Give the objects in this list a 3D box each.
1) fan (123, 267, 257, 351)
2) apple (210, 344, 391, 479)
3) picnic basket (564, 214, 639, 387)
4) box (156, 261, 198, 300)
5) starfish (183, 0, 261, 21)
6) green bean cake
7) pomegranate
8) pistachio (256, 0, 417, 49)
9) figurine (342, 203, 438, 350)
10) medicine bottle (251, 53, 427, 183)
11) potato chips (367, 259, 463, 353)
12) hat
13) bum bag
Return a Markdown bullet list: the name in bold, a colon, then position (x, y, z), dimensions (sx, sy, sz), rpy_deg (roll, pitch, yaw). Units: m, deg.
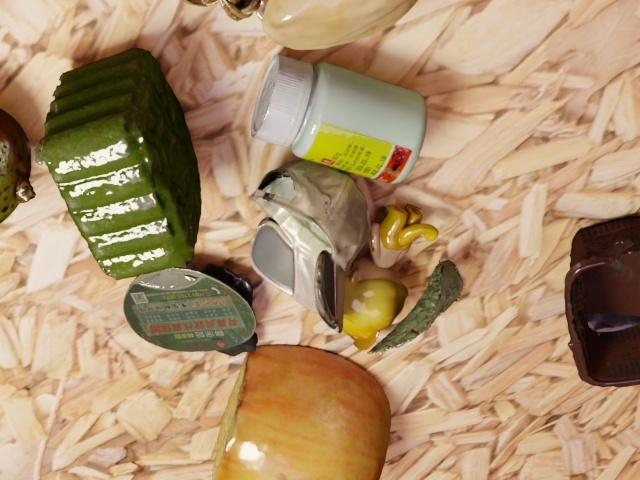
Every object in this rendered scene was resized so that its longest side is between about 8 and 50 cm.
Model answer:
- **fan**: position (-0.250, 0.095, 1.653), dimensions (0.294, 0.012, 0.223), rpy_deg (41, 128, -23)
- **apple**: position (-0.025, 0.357, 1.804), dimensions (0.308, 0.314, 0.252), rpy_deg (15, 168, -7)
- **picnic basket**: position (0.502, 0.094, 1.663), dimensions (0.222, 0.129, 0.297), rpy_deg (-13, 126, 9)
- **box**: position (-0.238, 0.042, 1.638), dimensions (0.050, 0.036, 0.117), rpy_deg (-22, 125, 15)
- **starfish**: position (-0.134, -0.343, 1.281), dimensions (0.074, 0.190, 0.146), rpy_deg (-38, 135, -21)
- **green bean cake**: position (-0.260, -0.105, 1.395), dimensions (0.156, 0.247, 0.250), rpy_deg (-16, 126, 8)
- **pomegranate**: position (-0.516, -0.120, 1.432), dimensions (0.198, 0.246, 0.198), rpy_deg (-30, 141, -28)
- **pistachio**: position (0.024, -0.328, 1.296), dimensions (0.229, 0.157, 0.157), rpy_deg (-26, 125, 0)
- **figurine**: position (0.091, 0.058, 1.626), dimensions (0.156, 0.131, 0.246), rpy_deg (2, 121, -37)
- **medicine bottle**: position (0.027, -0.172, 1.429), dimensions (0.225, 0.139, 0.139), rpy_deg (16, 125, -15)
- **potato chips**: position (0.164, 0.111, 1.618), dimensions (0.059, 0.228, 0.167), rpy_deg (36, 109, 12)
- **hat**: position (-0.001, 0.009, 1.519), dimensions (0.161, 0.232, 0.275), rpy_deg (-17, 113, -20)
- **bum bag**: position (-0.148, 0.118, 1.697), dimensions (0.087, 0.049, 0.198), rpy_deg (13, 130, 17)
